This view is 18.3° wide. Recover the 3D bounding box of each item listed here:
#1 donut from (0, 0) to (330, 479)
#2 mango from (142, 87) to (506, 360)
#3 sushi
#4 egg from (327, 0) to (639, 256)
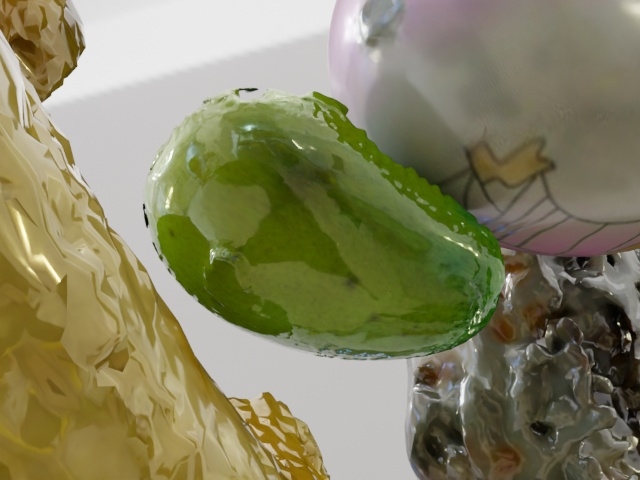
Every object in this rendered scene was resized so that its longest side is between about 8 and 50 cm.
[{"bbox_3d":[-0.119,0.008,0.560,0.163,0.377,0.435,-26,-96,-1],"label":"donut"},{"bbox_3d":[0.000,0.001,0.939,0.178,0.100,0.119,24,-35,1],"label":"mango"},{"bbox_3d":[0.216,0.117,1.261,0.417,0.417,0.176,34,-59,-22],"label":"sushi"},{"bbox_3d":[0.125,-0.082,1.021,0.196,0.196,0.271,-31,-37,25],"label":"egg"}]
